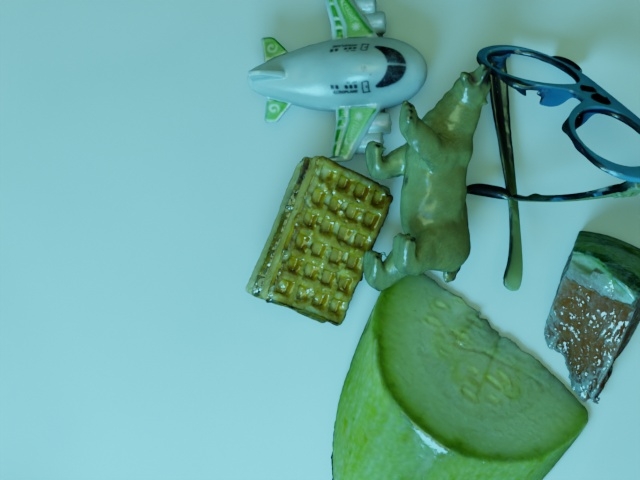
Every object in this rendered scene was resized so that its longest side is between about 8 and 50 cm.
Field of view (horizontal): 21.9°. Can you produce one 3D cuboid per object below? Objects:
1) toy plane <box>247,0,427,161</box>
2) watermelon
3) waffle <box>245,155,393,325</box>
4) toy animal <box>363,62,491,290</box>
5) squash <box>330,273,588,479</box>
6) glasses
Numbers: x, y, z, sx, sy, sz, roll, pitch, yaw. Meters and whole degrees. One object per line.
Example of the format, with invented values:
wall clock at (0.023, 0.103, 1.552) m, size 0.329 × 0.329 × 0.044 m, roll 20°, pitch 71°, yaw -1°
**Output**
toy plane at (0.016, -0.160, 1.590) m, size 0.174 × 0.080 × 0.174 m, roll 0°, pitch 86°, yaw 3°
watermelon at (0.267, 0.056, 1.571) m, size 0.098 × 0.121 × 0.158 m, roll 25°, pitch 134°, yaw 21°
waffle at (0.000, 0.000, 1.574) m, size 0.102 × 0.042 × 0.148 m, roll 22°, pitch 89°, yaw -34°
toy animal at (0.104, -0.056, 1.532) m, size 0.101 × 0.103 × 0.218 m, roll -3°, pitch 99°, yaw -19°
squash at (0.100, 0.183, 1.589) m, size 0.237 × 0.155 × 0.204 m, roll 38°, pitch 53°, yaw 8°
glasses at (0.194, -0.071, 1.528) m, size 0.207 × 0.102 × 0.239 m, roll -51°, pitch 48°, yaw 6°
